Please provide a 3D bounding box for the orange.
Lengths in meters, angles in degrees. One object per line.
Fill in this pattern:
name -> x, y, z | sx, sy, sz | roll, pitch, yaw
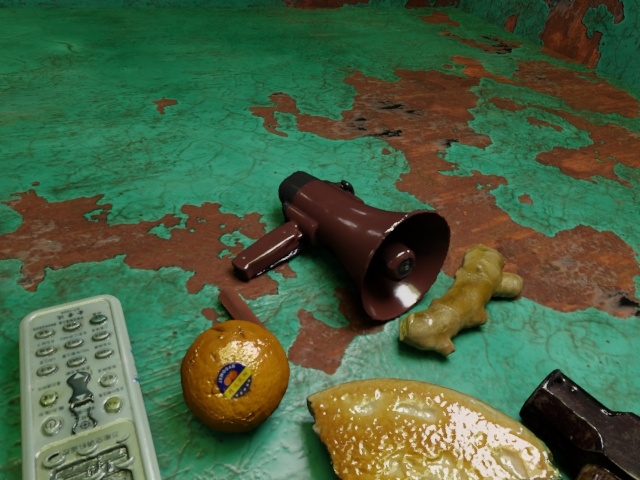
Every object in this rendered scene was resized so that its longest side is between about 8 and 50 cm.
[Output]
orange -> -0.106, 0.168, 0.571 | 0.135, 0.117, 0.136 | 0, 85, -6

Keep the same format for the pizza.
pizza -> 0.104, 0.267, 0.496 | 0.289, 0.081, 0.229 | 4, 42, 18

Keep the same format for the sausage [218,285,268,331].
sausage -> -0.112, 0.121, 0.687 | 0.030, 0.035, 0.147 | -36, 53, -16

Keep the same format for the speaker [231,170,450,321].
speaker -> 0.018, 0.014, 0.796 | 0.329, 0.198, 0.259 | 28, 81, 42

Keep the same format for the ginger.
ginger -> 0.233, 0.097, 0.757 | 0.298, 0.065, 0.118 | -27, 64, -35

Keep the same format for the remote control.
remote control -> -0.277, 0.205, 0.534 | 0.128, 0.066, 0.335 | -12, 44, -26

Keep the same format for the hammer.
hammer -> 0.261, 0.339, 0.479 | 0.408, 0.095, 0.242 | -31, 54, -31
